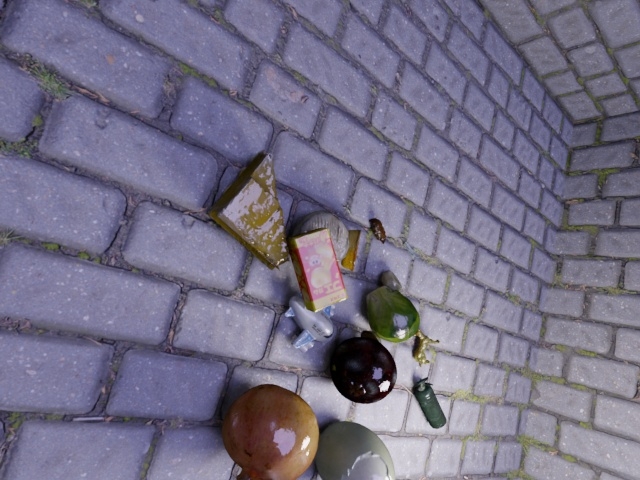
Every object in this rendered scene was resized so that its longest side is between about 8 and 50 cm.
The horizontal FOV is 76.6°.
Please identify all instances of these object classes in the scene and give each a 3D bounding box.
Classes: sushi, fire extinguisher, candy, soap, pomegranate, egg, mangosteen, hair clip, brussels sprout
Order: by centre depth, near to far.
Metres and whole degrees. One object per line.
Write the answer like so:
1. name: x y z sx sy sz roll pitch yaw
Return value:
1. pomegranate: -0.170 0.662 1.356 0.338 0.338 0.338 -1 91 -38
2. soap: -0.172 -0.098 1.444 0.338 0.169 0.304 46 74 -30
3. candy: -0.014 0.102 1.460 0.146 0.088 0.276 -20 97 -25
4. egg: 0.142 0.887 1.607 0.278 0.336 0.278 -6 101 -36
5. mangosteen: 0.179 0.523 1.675 0.288 0.288 0.287 -1 91 -38
6. brussels sprout: 0.311 0.329 1.809 0.219 0.210 0.271 -34 90 -7
7. sushi: 0.265 -0.045 1.857 0.055 0.052 0.120 -35 111 -32
8. hair clip: 0.453 0.046 2.017 0.115 0.039 0.030 49 57 -25
9. fire extinguisher: 0.555 0.819 2.067 0.311 0.115 0.095 61 28 -20

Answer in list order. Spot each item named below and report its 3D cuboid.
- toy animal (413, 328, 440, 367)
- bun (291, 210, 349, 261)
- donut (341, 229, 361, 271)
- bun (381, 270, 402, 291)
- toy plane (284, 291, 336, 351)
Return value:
1. toy animal: 0.511 0.551 2.061 0.136 0.073 0.181 25 88 -27
2. bun: 0.000 0.000 1.596 0.239 0.141 0.239 1 88 -27
3. donut: 0.125 0.038 1.698 0.066 0.162 0.178 11 90 4
4. bun: 0.327 0.198 1.891 0.069 0.115 0.115 -35 112 17
5. toy plane: -0.033 0.307 1.590 0.267 0.123 0.266 -3 95 -39
